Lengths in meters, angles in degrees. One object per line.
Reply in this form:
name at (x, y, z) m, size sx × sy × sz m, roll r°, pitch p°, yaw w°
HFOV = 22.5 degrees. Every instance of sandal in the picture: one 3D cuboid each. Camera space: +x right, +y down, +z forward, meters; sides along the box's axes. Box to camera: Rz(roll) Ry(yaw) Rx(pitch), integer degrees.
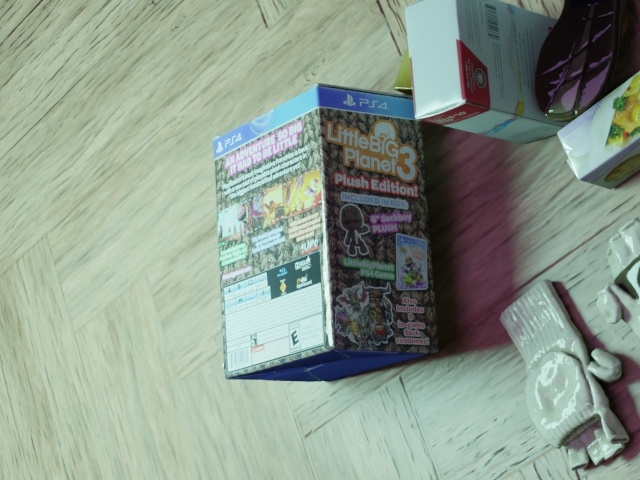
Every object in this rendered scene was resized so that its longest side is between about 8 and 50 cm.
sandal at (0.283, -0.222, 1.678) m, size 0.090 × 0.060 × 0.219 m, roll -4°, pitch 66°, yaw 37°

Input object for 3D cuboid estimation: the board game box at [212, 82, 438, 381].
board game box at (0.000, 0.000, 1.810) m, size 0.232 × 0.141 × 0.291 m, roll -20°, pitch 69°, yaw 54°

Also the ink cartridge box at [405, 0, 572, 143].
ink cartridge box at (0.177, -0.179, 1.684) m, size 0.072 × 0.175 × 0.127 m, roll -18°, pitch 71°, yaw 43°

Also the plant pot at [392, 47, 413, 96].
plant pot at (0.142, -0.196, 1.788) m, size 0.081 × 0.081 × 0.083 m, roll 5°, pitch 81°, yaw 44°

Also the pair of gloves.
pair of gloves at (0.292, 0.104, 1.620) m, size 0.240 × 0.042 × 0.204 m, roll -36°, pitch 60°, yaw 35°

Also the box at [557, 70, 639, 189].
box at (0.376, -0.163, 1.569) m, size 0.324 × 0.067 × 0.063 m, roll -37°, pitch 60°, yaw 32°
